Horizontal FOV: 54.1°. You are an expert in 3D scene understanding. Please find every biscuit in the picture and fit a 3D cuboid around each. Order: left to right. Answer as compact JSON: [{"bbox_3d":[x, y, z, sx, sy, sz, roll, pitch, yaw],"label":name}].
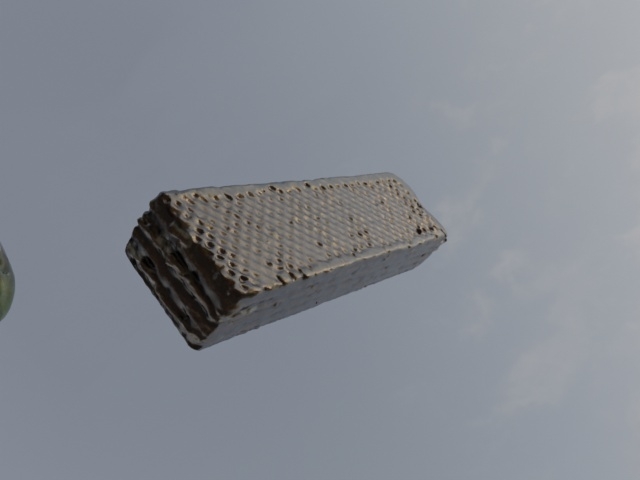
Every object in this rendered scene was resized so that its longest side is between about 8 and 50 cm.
[{"bbox_3d":[0.000,0.000,0.607,0.107,0.388,0.073,50,-58,17],"label":"biscuit"}]

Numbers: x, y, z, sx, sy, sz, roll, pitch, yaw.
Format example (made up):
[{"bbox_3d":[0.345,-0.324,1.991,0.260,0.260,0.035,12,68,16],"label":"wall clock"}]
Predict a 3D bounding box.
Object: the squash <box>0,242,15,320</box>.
[{"bbox_3d":[-0.353,-0.064,0.516,0.087,0.087,0.332,-26,-61,-9],"label":"squash"}]
